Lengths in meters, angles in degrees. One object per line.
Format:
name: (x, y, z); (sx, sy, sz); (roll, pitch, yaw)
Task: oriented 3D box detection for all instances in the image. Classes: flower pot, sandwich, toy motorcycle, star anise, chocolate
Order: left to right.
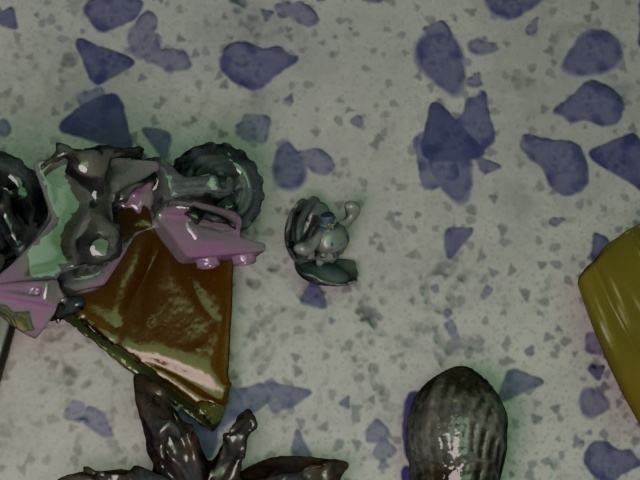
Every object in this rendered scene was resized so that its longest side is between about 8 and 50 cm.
toy motorcycle: (-0.209, -0.001, 1.766); (0.327, 0.143, 0.188); (-3, 80, -20)
sandwich: (-0.146, 0.042, 1.854); (0.245, 0.063, 0.212); (37, 76, 3)
star anise: (-0.126, 0.253, 1.774); (0.258, 0.110, 0.198); (29, 90, -14)
chocolate: (0.136, 0.250, 1.816); (0.110, 0.110, 0.248); (3, 74, -6)
flower pot: (0.370, 0.077, 1.849); (0.195, 0.195, 0.179); (-29, 70, -12)

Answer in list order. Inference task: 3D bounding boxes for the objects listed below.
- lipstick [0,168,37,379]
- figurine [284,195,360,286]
lipstick: (-0.347, 0.079, 1.822); (0.068, 0.066, 0.317); (15, 76, -3)
figurine: (0.000, 0.000, 1.870); (0.082, 0.094, 0.086); (16, 108, 34)
